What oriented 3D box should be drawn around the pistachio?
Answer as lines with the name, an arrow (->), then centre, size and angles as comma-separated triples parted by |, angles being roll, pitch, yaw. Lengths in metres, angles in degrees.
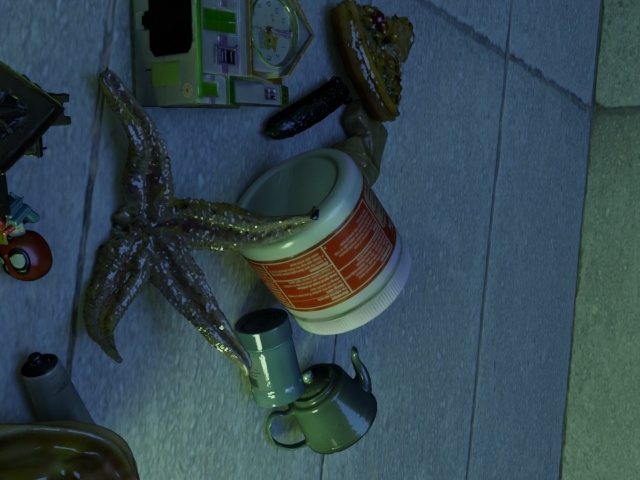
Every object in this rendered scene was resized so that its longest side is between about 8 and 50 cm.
pistachio -> -0.359, 0.347, 1.134 | 0.238, 0.229, 0.321 | -45, 136, 17

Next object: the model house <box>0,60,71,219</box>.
model house -> -0.409, -0.126, 1.035 | 0.243, 0.211, 0.204 | -17, 108, -51

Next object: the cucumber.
cucumber -> -0.018, -0.249, 1.652 | 0.245, 0.067, 0.067 | -41, 124, -45

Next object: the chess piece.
chess piece -> 0.070, -0.156, 1.751 | 0.137, 0.137, 0.300 | 60, 36, -36

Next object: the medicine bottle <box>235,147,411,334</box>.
medicine bottle -> 0.000, 0.000, 1.530 | 0.240, 0.253, 0.252 | 56, 51, -33

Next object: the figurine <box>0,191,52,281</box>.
figurine -> -0.410, -0.003, 1.164 | 0.075, 0.068, 0.140 | -57, 140, -37

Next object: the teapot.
teapot -> -0.001, 0.311, 1.666 | 0.239, 0.162, 0.149 | -39, 118, -9

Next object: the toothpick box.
toothpick box -> -0.091, 0.212, 1.566 | 0.101, 0.101, 0.153 | -34, 121, -46

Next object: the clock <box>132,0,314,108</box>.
clock -> -0.139, -0.333, 1.406 | 0.310, 0.166, 0.235 | -9, 100, -54

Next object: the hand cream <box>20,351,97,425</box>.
hand cream -> -0.378, 0.236, 1.238 | 0.087, 0.054, 0.186 | -37, 129, -35

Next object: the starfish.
starfish -> -0.220, 0.002, 1.303 | 0.384, 0.132, 0.397 | 22, 76, -13

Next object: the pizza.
pizza -> 0.135, -0.371, 1.808 | 0.288, 0.074, 0.251 | -11, 93, -53
